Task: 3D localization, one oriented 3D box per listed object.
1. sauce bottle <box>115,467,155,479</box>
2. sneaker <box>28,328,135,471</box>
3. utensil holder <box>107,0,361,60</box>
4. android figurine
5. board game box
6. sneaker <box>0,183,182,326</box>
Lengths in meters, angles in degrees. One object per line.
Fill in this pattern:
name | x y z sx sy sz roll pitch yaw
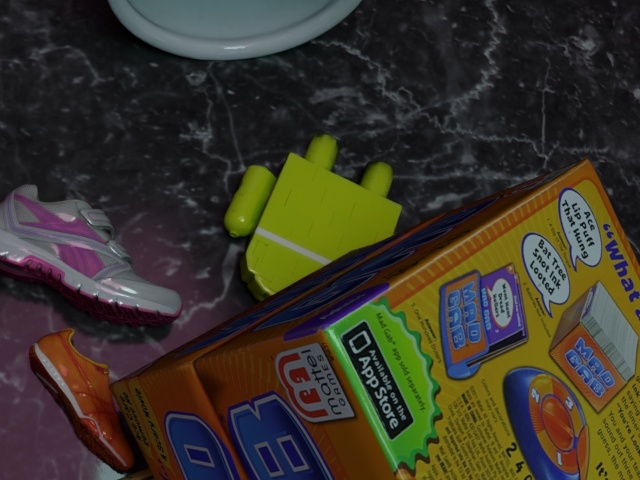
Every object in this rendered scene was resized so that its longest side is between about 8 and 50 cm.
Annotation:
sauce bottle | -0.244 0.311 0.800 0.344 0.111 0.111 -15 76 -23
sneaker | -0.249 0.172 0.880 0.067 0.064 0.175 -31 85 -34
utensil holder | -0.127 -0.479 1.010 0.327 0.327 0.386 -5 70 -19
android figurine | 0.000 0.000 1.022 0.248 0.056 0.273 24 65 -9
board game box | 0.095 0.190 0.744 0.356 0.356 0.357 -28 93 -39
sneaker | -0.265 0.013 0.908 0.252 0.103 0.111 27 67 -8
